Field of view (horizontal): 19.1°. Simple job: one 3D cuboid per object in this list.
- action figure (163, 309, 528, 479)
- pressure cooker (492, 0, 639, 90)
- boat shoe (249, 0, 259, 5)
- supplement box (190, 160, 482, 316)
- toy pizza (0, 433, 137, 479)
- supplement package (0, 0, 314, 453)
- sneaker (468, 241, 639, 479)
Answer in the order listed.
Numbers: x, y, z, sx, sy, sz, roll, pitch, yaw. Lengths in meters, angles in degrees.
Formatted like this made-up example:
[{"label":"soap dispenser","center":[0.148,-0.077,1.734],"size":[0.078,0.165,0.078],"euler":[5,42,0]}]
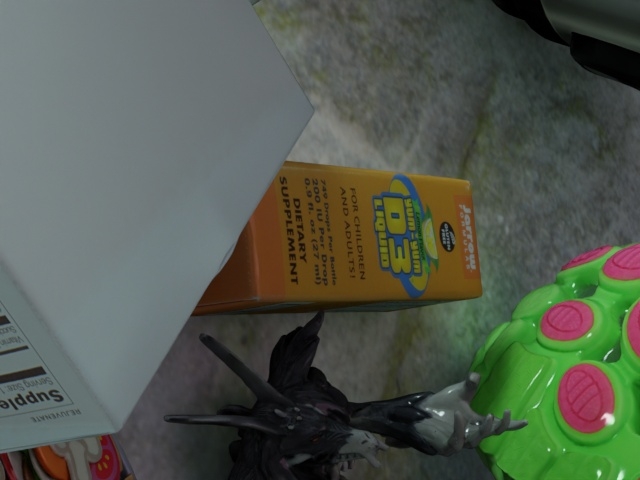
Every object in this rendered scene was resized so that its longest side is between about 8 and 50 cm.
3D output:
[{"label":"action figure","center":[0.039,0.142,1.002],"size":[0.276,0.141,0.164],"euler":[49,44,-41]},{"label":"pressure cooker","center":[0.293,-0.282,1.287],"size":[0.375,0.420,0.370],"euler":[-57,150,-21]},{"label":"boat shoe","center":[-0.143,-0.236,0.893],"size":[0.335,0.121,0.119],"euler":[56,46,-13]},{"label":"supplement box","center":[0.000,0.000,1.042],"size":[0.233,0.080,0.078],"euler":[1,81,-58]},{"label":"toy pizza","center":[-0.121,0.135,0.829],"size":[0.201,0.032,0.201],"euler":[43,36,-43]},{"label":"supplement package","center":[-0.173,-0.075,0.701],"size":[0.263,0.198,0.199],"euler":[59,37,-26]},{"label":"sneaker","center":[0.236,0.166,1.099],"size":[0.202,0.185,0.483],"euler":[52,2,-36]}]
